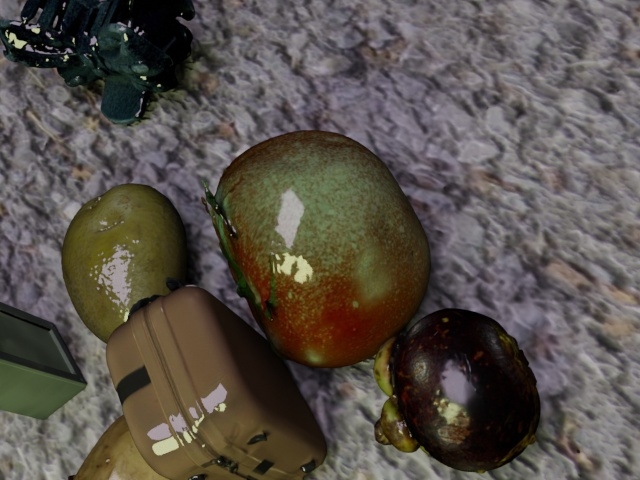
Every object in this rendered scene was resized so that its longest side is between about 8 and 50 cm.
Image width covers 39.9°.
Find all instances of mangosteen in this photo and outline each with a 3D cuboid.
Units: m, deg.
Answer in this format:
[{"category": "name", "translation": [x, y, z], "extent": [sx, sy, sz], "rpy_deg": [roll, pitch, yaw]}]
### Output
[{"category": "mangosteen", "translation": [0.146, 0.186, 1.042], "extent": [0.217, 0.192, 0.192], "rpy_deg": [-31, 64, 22]}]

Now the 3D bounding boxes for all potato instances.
[{"category": "potato", "translation": [-0.270, 0.044, 1.241], "extent": [0.174, 0.159, 0.251], "rpy_deg": [-23, 73, 35]}]

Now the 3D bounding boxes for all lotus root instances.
[{"category": "lotus root", "translation": [-0.248, 0.325, 1.144], "extent": [0.154, 0.140, 0.257], "rpy_deg": [13, 70, 15]}]

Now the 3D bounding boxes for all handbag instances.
[{"category": "handbag", "translation": [-0.134, 0.169, 1.077], "extent": [0.149, 0.302, 0.283], "rpy_deg": [-32, 60, 6]}]

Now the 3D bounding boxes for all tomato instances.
[{"category": "tomato", "translation": [0.000, 0.000, 1.114], "extent": [0.239, 0.303, 0.303], "rpy_deg": [-26, 65, -10]}]

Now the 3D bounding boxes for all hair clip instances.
[{"category": "hair clip", "translation": [-0.323, -0.312, 1.356], "extent": [0.310, 0.206, 0.195], "rpy_deg": [12, 70, 26]}]

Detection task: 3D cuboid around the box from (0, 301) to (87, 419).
[{"category": "box", "translation": [-0.438, 0.156, 1.217], "extent": [0.086, 0.225, 0.129], "rpy_deg": [-38, 65, 3]}]
